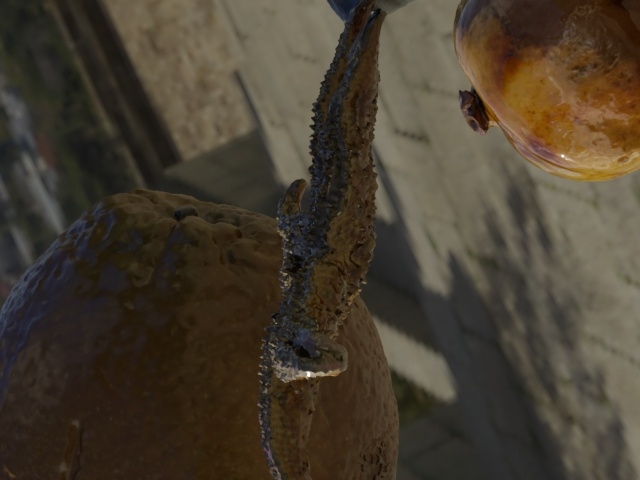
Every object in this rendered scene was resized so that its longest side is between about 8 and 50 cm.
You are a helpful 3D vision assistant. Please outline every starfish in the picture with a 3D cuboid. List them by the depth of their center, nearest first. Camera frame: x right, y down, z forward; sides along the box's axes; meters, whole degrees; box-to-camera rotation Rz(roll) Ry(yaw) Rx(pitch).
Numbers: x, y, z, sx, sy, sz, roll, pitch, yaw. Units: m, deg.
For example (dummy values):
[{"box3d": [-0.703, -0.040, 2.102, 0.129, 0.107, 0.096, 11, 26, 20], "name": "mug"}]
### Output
[{"box3d": [0.001, 0.000, 0.859, 0.240, 0.043, 0.227, -119, 44, -76], "name": "starfish"}]

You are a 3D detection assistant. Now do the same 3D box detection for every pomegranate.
[{"box3d": [0.199, -0.150, 1.457, 0.215, 0.215, 0.215, 56, 163, 27], "name": "pomegranate"}]

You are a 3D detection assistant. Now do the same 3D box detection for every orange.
[{"box3d": [-0.104, 0.141, 1.360, 0.322, 0.322, 0.357, -143, 49, -59], "name": "orange"}]

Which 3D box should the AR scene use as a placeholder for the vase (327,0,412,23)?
[{"box3d": [0.113, -0.177, 0.971, 0.115, 0.237, 0.115, 161, 90, -74], "name": "vase"}]
